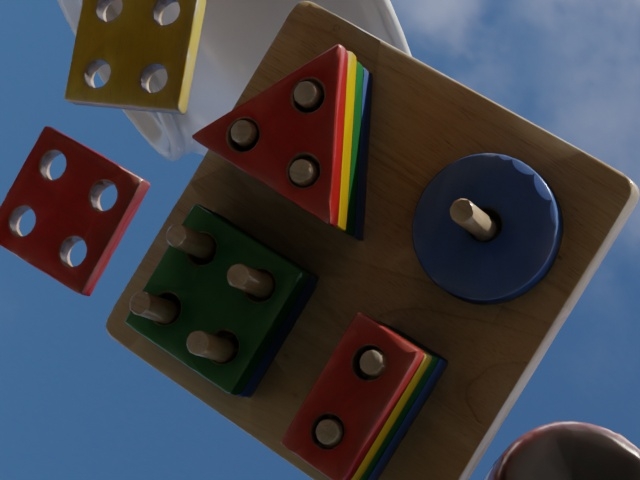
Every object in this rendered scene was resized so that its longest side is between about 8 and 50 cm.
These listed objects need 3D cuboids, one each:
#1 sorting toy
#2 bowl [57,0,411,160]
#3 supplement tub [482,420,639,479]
[{"bbox_3d":[0.000,0.000,0.479,0.274,0.046,0.132,32,-88,23],"label":"sorting toy"},{"bbox_3d":[-0.076,-0.144,0.942,0.134,0.298,0.298,-33,-117,-11],"label":"bowl"},{"bbox_3d":[0.124,0.188,0.882,0.106,0.198,0.106,5,-121,-8],"label":"supplement tub"}]
